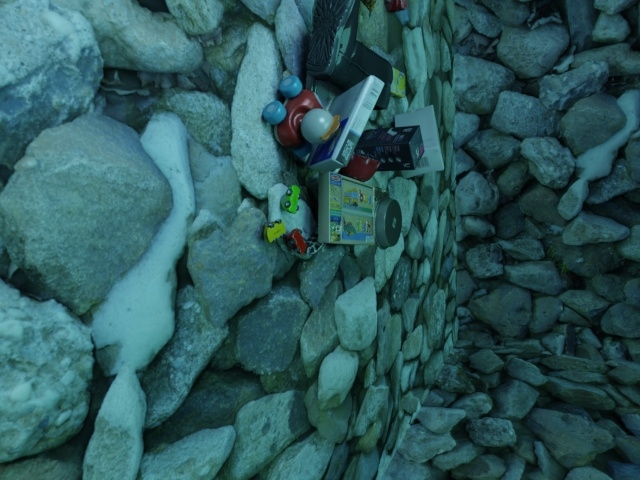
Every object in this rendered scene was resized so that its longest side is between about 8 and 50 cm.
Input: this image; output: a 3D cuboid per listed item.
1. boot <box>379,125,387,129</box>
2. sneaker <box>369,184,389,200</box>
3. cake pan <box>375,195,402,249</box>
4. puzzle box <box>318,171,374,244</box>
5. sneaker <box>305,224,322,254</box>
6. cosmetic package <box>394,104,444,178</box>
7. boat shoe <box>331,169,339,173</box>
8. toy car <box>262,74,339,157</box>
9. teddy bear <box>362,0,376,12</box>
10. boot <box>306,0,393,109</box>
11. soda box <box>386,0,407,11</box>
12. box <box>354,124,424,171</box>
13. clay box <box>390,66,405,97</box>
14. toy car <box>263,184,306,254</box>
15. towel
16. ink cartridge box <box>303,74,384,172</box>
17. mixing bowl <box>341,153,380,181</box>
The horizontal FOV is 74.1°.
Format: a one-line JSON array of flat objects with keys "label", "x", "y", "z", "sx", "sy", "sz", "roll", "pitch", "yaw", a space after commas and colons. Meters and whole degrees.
[{"label": "boot", "x": 0.358, "y": -0.500, "z": 2.192, "sx": 0.198, "sy": 0.077, "sz": 0.136, "roll": 14, "pitch": 76, "yaw": -59}, {"label": "sneaker", "x": 0.276, "y": -0.229, "z": 2.106, "sx": 0.188, "sy": 0.066, "sz": 0.071, "roll": 4, "pitch": 107, "yaw": -54}, {"label": "cake pan", "x": 0.367, "y": -0.095, "z": 2.263, "sx": 0.293, "sy": 0.054, "sz": 0.293, "roll": -10, "pitch": 101, "yaw": -59}, {"label": "puzzle box", "x": 0.117, "y": -0.118, "z": 1.734, "sx": 0.409, "sy": 0.052, "sz": 0.272, "roll": 2, "pitch": 87, "yaw": -58}, {"label": "sneaker", "x": 0.000, "y": 0.000, "z": 1.660, "sx": 0.170, "sy": 0.068, "sz": 0.071, "roll": -55, "pitch": 149, "yaw": -36}, {"label": "cosmetic package", "x": 0.508, "y": -0.519, "z": 2.205, "sx": 0.384, "sy": 0.217, "sz": 0.156, "roll": -80, "pitch": 152, "yaw": -42}, {"label": "boat shoe", "x": 0.063, "y": -0.366, "z": 1.709, "sx": 0.079, "sy": 0.084, "sz": 0.233, "roll": 45, "pitch": 49, "yaw": -28}, {"label": "toy car", "x": -0.019, "y": -0.395, "z": 1.394, "sx": 0.210, "sy": 0.238, "sz": 0.219, "roll": -61, "pitch": 142, "yaw": -14}, {"label": "teddy bear", "x": 0.160, "y": -1.081, "z": 1.719, "sx": 0.338, "sy": 0.113, "sz": 0.245, "roll": 27, "pitch": 34, "yaw": -47}, {"label": "boot", "x": 0.154, "y": -0.709, "z": 1.560, "sx": 0.445, "sy": 0.146, "sz": 0.366, "roll": 3, "pitch": 110, "yaw": -52}, {"label": "soda box", "x": 0.375, "y": -1.298, "z": 2.124, "sx": 0.092, "sy": 0.084, "sz": 0.263, "roll": -35, "pitch": 122, "yaw": -52}, {"label": "box", "x": 0.315, "y": -0.416, "z": 1.933, "sx": 0.165, "sy": 0.270, "sz": 0.143, "roll": -57, "pitch": 138, "yaw": -39}, {"label": "clay box", "x": 0.389, "y": -0.823, "z": 2.224, "sx": 0.222, "sy": 0.053, "sz": 0.127, "roll": -13, "pitch": 104, "yaw": -59}, {"label": "toy car", "x": -0.116, "y": -0.080, "z": 1.469, "sx": 0.239, "sy": 0.053, "sz": 0.224, "roll": 24, "pitch": 73, "yaw": -58}, {"label": "towel", "x": 0.058, "y": -0.619, "z": 1.642, "sx": 0.317, "sy": 0.053, "sz": 0.331, "roll": -10, "pitch": 111, "yaw": -54}, {"label": "ink cartridge box", "x": 0.069, "y": -0.383, "z": 1.462, "sx": 0.072, "sy": 0.307, "sz": 0.303, "roll": 24, "pitch": 86, "yaw": -17}, {"label": "mixing bowl", "x": 0.159, "y": -0.305, "z": 1.798, "sx": 0.181, "sy": 0.182, "sz": 0.098, "roll": 4, "pitch": 102, "yaw": -59}]
